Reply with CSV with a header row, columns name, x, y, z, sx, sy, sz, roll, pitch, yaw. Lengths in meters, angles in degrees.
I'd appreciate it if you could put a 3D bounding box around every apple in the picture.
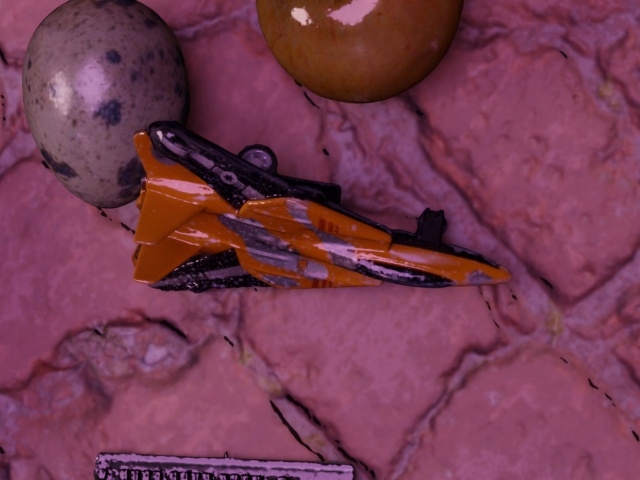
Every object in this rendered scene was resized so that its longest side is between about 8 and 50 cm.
name,x,y,z,sx,sy,sz,roll,pitch,yaw
apple,0.033,-0.202,1.453,0.182,0.155,0.182,-5,76,21

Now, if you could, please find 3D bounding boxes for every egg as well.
name,x,y,z,sx,sy,sz,roll,pitch,yaw
egg,-0.179,-0.118,1.495,0.141,0.141,0.181,-3,95,11

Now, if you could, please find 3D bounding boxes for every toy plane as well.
name,x,y,z,sx,sy,sz,roll,pitch,yaw
toy plane,0.001,-0.010,1.473,0.316,0.204,0.103,4,49,-3

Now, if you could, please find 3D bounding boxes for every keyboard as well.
name,x,y,z,sx,sy,sz,roll,pitch,yaw
keyboard,-0.083,0.227,1.520,0.230,0.025,0.093,0,90,11
